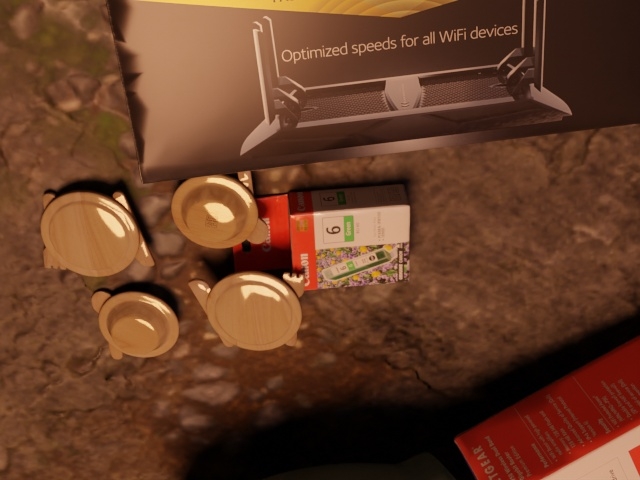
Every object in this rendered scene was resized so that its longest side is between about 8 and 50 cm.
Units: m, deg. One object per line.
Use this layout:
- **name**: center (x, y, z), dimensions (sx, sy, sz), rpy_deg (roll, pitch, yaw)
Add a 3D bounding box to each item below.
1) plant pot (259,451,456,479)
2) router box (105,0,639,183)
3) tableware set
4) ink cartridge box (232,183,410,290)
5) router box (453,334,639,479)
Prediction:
- **plant pot**: center (0.047, 0.273, 0.898), dimensions (0.196, 0.293, 0.293), rpy_deg (-33, 124, -6)
- **router box**: center (0.035, -0.167, 0.687), dimensions (0.309, 0.081, 0.242), rpy_deg (-7, 126, -2)
- **tableware set**: center (-0.095, 0.019, 0.832), dimensions (0.169, 0.020, 0.141), rpy_deg (-8, 121, 11)
- **ink cartridge box**: center (0.000, 0.000, 0.833), dimensions (0.115, 0.029, 0.062), rpy_deg (-5, 125, -3)
- **router box**: center (0.299, 0.205, 0.935), dimensions (0.301, 0.082, 0.335), rpy_deg (-28, 120, 0)
